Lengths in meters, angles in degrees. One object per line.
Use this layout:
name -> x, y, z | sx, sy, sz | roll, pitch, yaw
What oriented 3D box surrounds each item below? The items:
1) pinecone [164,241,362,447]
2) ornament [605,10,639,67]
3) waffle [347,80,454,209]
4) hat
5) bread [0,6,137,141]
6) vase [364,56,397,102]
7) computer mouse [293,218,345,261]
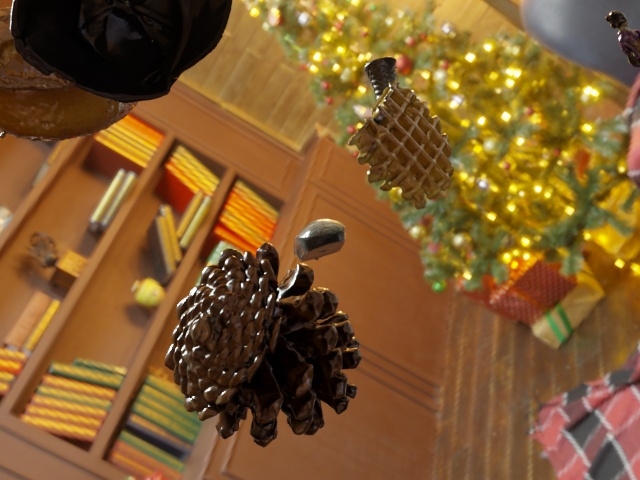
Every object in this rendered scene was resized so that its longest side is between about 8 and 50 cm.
pinecone -> -0.068, 0.149, 1.120 | 0.264, 0.264, 0.264 | -55, 13, 19
ornament -> 0.712, -0.430, 1.915 | 0.081, 0.203, 0.088 | -30, 13, 16
waffle -> 0.172, -0.211, 1.813 | 0.065, 0.283, 0.309 | -40, 57, 44
hat -> -0.236, -0.337, 1.172 | 0.336, 0.238, 0.209 | -18, 30, 33
bread -> -0.454, -0.267, 1.433 | 0.194, 0.340, 0.179 | 98, 169, -49
vase -> 0.162, -0.294, 1.958 | 0.115, 0.115, 0.237 | -36, 64, 61
computer mouse -> -0.001, -0.006, 1.892 | 0.229, 0.113, 0.068 | 125, 130, -77
